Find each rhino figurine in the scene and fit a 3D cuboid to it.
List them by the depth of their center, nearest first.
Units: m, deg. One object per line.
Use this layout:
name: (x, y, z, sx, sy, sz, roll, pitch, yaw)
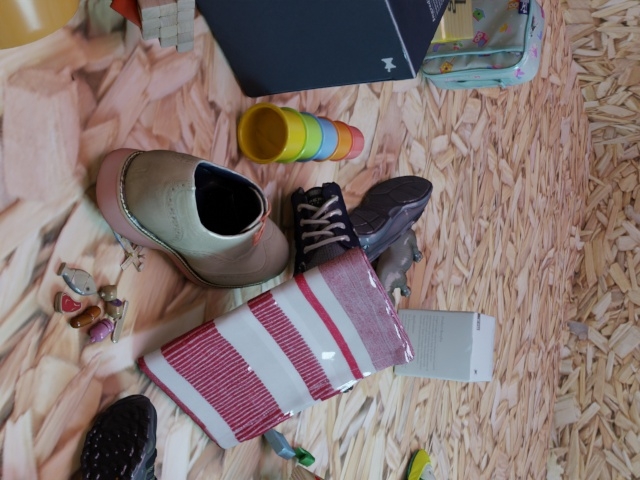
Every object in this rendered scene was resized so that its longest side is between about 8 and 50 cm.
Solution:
rhino figurine: (0.151, 0.073, 1.608, 0.106, 0.073, 0.243, 58, 44, -49)

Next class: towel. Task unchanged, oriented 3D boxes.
towel: (-0.049, 0.159, 1.056, 0.237, 0.329, 0.037, 60, 5, -41)

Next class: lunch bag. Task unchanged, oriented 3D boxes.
lunch bag: (0.374, -0.460, 1.779, 0.108, 0.279, 0.224, 30, 67, -52)

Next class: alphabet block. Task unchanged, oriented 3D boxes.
alphabet block: (0.187, -0.492, 1.545, 0.193, 0.192, 0.197, -26, 114, -55)

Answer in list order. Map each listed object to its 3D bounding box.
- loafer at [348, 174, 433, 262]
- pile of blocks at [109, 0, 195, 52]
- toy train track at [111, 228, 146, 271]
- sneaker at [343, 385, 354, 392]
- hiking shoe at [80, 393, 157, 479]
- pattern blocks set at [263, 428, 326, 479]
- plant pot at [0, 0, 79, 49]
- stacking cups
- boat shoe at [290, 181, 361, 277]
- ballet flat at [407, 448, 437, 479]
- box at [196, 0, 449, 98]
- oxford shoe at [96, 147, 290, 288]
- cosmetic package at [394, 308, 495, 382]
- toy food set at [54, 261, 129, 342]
loafer: (0.131, -0.042, 1.566, 0.302, 0.109, 0.095, -37, 142, -47)
pile of blocks: (-0.246, -0.398, 0.905, 0.112, 0.149, 0.362, -15, 96, -15)
toy train track: (-0.244, 0.007, 0.979, 0.048, 0.014, 0.083, -60, 139, -40)
sneaker: (-0.001, 0.166, 1.356, 0.093, 0.088, 0.225, -82, 157, -55)
hiking shoe: (-0.236, 0.303, 0.928, 0.114, 0.086, 0.227, 77, 14, -56)
pattern blocks set: (0.025, 0.449, 1.223, 0.026, 0.325, 0.285, -40, 134, 0)
plant pot: (-0.312, -0.288, 0.698, 0.188, 0.205, 0.205, 82, 27, -47)
stacking cups: (-0.011, -0.177, 1.298, 0.316, 0.096, 0.096, -11, 100, -60)
boat shoe: (0.000, 0.000, 1.209, 0.340, 0.127, 0.158, -116, -167, -78)
ballet flat: (0.223, 0.566, 1.737, 0.231, 0.077, 0.077, -47, 129, -50)
box: (0.037, -0.432, 1.180, 0.212, 0.293, 0.396, 61, 41, -40)
oxford shoe: (-0.124, -0.013, 1.047, 0.397, 0.146, 0.141, 28, 64, -61)
cosmetic package: (0.281, 0.235, 1.725, 0.151, 0.183, 0.151, 17, 76, -59)
toy food set: (-0.272, 0.082, 0.924, 0.122, 0.019, 0.078, 39, 58, -54)
